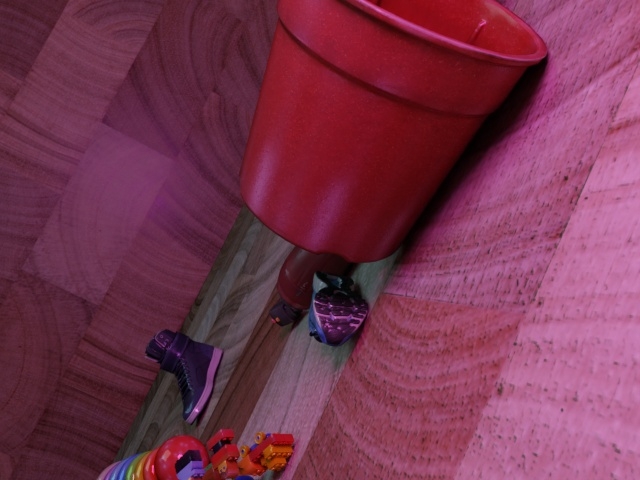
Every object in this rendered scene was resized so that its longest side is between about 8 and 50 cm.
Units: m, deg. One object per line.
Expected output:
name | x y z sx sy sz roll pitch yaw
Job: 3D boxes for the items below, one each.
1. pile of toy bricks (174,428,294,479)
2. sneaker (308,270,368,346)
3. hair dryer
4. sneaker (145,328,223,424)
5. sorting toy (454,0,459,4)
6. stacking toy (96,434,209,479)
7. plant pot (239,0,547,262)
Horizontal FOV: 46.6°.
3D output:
pile of toy bricks | -0.115 0.309 0.851 0.212 0.118 0.105 -46 50 28
sneaker | 0.016 0.093 0.875 0.162 0.063 0.073 -90 11 -76
hair dryer | 0.000 0.000 1.071 0.224 0.080 0.293 -66 12 -21
sneaker | -0.309 0.286 1.598 0.086 0.163 0.226 -55 14 26
sorting toy | 0.176 -0.249 0.845 0.062 0.083 0.012 -60 21 9
stacking toy | -0.285 0.418 1.305 0.330 0.141 0.141 -41 23 45
plant pot | 0.046 -0.138 0.776 0.272 0.272 0.265 -80 13 -58
